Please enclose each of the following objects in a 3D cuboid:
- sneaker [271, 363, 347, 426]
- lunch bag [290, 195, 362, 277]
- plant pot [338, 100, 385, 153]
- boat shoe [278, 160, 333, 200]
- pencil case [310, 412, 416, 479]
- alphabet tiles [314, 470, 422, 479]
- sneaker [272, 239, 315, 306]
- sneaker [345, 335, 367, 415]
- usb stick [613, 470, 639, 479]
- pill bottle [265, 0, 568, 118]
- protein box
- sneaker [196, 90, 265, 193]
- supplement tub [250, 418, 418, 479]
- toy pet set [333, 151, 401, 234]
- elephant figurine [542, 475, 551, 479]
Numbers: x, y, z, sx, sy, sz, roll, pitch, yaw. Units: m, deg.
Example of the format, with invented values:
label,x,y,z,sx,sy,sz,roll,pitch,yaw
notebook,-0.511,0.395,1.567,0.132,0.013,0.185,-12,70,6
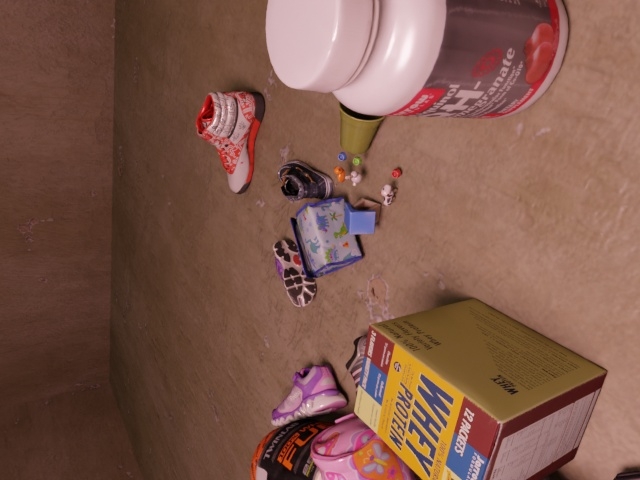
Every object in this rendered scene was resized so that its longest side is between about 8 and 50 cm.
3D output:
label,x,y,z,sx,sy,sz,roll,pitch,yaw
sneaker,-0.034,0.334,1.069,0.236,0.095,0.104,-43,54,44
lunch bag,0.000,0.000,0.956,0.151,0.096,0.128,145,111,-68
plant pot,0.065,-0.192,0.843,0.083,0.083,0.079,54,148,35
boat shoe,-0.057,-0.125,1.017,0.183,0.083,0.065,26,117,51
pencil case,0.092,0.378,0.671,0.124,0.124,0.284,-21,97,55
alphabet tiles,0.089,0.454,0.729,0.021,0.284,0.278,-17,81,57
sneaker,-0.059,0.077,1.092,0.071,0.068,0.170,102,153,-50
sneaker,0.083,0.249,0.901,0.075,0.063,0.170,15,103,53
usb stick,0.401,0.236,0.449,0.278,0.045,0.077,-47,51,49
pill bottle,0.109,-0.227,0.548,0.176,0.319,0.176,17,111,54
protein box,0.187,0.188,0.611,0.200,0.201,0.136,32,121,49
sneaker,-0.233,-0.234,1.201,0.090,0.145,0.270,50,134,39
supplement tub,0.016,0.442,0.904,0.338,0.207,0.207,-20,79,54
toy pet set,0.063,-0.075,0.839,0.122,0.065,0.114,22,126,30
elephant figurine,0.246,0.401,0.635,0.169,0.186,0.239,-10,99,23
